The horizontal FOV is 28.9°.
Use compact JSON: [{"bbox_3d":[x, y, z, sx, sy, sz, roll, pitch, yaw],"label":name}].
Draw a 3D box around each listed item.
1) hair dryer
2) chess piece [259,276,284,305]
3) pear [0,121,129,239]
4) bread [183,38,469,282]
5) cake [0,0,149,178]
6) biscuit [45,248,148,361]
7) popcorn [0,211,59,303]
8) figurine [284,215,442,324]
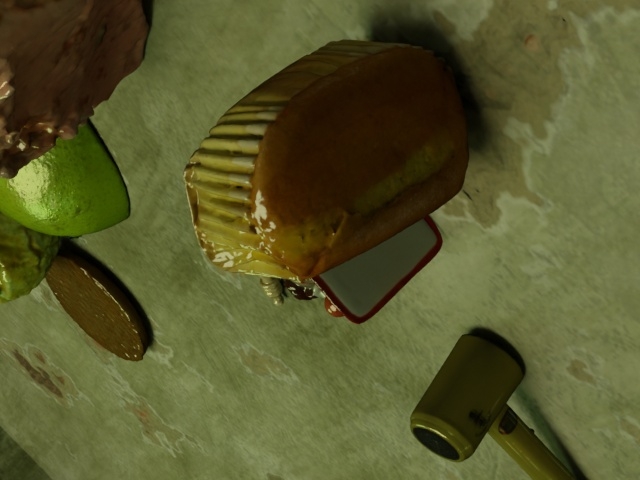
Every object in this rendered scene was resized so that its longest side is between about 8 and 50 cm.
[{"bbox_3d":[0.235,0.254,1.527,0.278,0.135,0.090,46,154,-21],"label":"hair dryer"},{"bbox_3d":[-0.072,0.059,1.767,0.035,0.035,0.092,21,147,38],"label":"chess piece"},{"bbox_3d":[-0.440,-0.138,1.907,0.288,0.139,0.239,34,141,18],"label":"pear"},{"bbox_3d":[0.019,-0.072,1.202,0.156,0.288,0.204,15,127,47],"label":"bread"},{"bbox_3d":[-0.387,-0.268,1.478,0.293,0.307,0.314,38,151,7],"label":"cake"},{"bbox_3d":[-0.409,0.117,2.281,0.262,0.037,0.262,32,148,23],"label":"biscuit"},{"bbox_3d":[-0.559,0.007,2.147,0.204,0.221,0.184,58,173,-24],"label":"popcorn"},{"bbox_3d":[0.000,0.000,1.491,0.183,0.160,0.226,50,159,-5],"label":"figurine"}]
